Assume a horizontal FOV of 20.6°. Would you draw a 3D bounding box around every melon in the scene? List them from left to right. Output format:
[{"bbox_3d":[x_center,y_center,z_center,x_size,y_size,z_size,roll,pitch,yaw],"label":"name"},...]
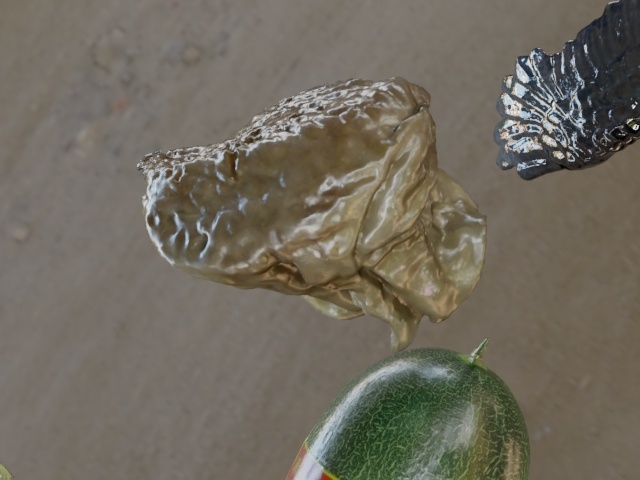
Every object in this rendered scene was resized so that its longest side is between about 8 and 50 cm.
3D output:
[{"bbox_3d":[0.065,0.203,1.382,0.182,0.182,0.287,31,94,50],"label":"melon"}]

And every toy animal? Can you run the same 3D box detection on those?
[{"bbox_3d":[0.123,-0.065,0.504,0.220,0.062,0.108,-9,65,57],"label":"toy animal"}]

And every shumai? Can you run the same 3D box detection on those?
[{"bbox_3d":[0.001,0.001,1.211,0.218,0.185,0.184,-21,15,11],"label":"shumai"}]

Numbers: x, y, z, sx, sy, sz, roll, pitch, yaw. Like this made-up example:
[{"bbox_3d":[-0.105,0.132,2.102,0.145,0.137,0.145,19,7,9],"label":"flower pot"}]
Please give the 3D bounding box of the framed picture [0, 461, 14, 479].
[{"bbox_3d":[-0.136,0.074,0.489,0.089,0.066,0.007,-46,21,-26],"label":"framed picture"}]
